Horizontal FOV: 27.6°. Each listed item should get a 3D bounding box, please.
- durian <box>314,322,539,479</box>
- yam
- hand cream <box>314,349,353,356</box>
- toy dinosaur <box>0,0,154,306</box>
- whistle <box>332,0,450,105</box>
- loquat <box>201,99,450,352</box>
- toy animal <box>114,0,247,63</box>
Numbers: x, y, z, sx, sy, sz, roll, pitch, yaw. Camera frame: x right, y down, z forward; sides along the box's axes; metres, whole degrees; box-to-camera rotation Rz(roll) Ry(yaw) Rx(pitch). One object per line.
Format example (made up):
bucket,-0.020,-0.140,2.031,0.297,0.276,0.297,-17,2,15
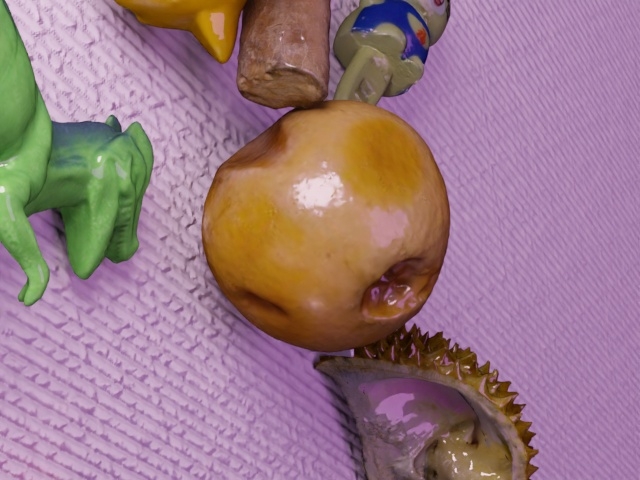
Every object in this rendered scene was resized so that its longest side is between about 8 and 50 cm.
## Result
durian,0.120,0.205,1.309,0.166,0.172,0.306,-33,129,-24
yam,-0.023,-0.272,1.089,0.081,0.081,0.357,38,47,-50
hand cream,-0.001,0.000,1.199,0.052,0.038,0.216,-147,-131,-78
toy dinosaur,-0.224,-0.191,0.788,0.374,0.144,0.500,-22,114,-59
whistle,0.066,-0.195,1.265,0.105,0.085,0.227,53,49,-31
loquat,0.003,-0.017,1.075,0.213,0.213,0.213,-2,93,-56
toy animal,-0.096,-0.256,0.947,0.230,0.156,0.156,88,24,-53
